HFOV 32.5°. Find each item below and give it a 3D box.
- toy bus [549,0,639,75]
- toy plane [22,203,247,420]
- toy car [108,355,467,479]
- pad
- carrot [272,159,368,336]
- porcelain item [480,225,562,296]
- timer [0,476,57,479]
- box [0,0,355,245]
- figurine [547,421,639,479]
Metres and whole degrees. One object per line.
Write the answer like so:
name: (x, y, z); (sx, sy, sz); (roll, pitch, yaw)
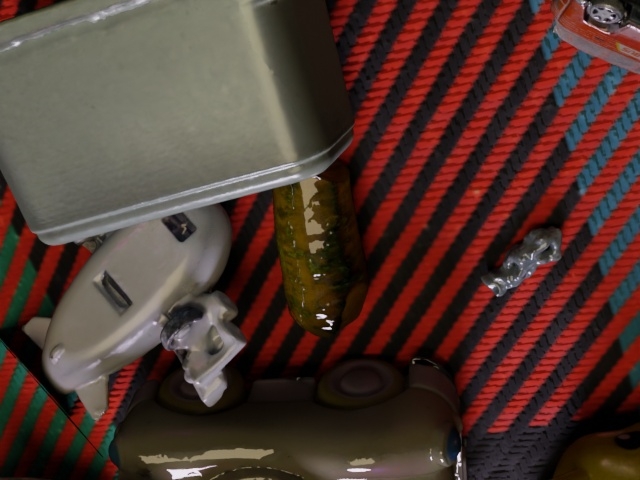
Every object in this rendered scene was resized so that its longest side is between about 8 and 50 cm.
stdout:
toy bus: (0.255, -0.163, 0.822); (0.174, 0.079, 0.077); (22, 157, -1)
toy plane: (-0.172, 0.054, 1.020); (0.244, 0.117, 0.245); (-2, 85, 20)
toy car: (-0.031, 0.262, 1.040); (0.336, 0.226, 0.242); (-1, 119, 9)
pad: (-0.275, 0.150, 1.093); (0.004, 0.190, 0.127); (-41, 106, -15)
carrot: (0.000, 0.000, 0.979); (0.082, 0.082, 0.173); (3, 118, 12)
porcelain item: (0.181, 0.016, 0.975); (0.036, 0.028, 0.083); (34, 121, -26)
timer: (-0.324, 0.365, 1.169); (0.233, 0.240, 0.233); (-4, 75, 17)
box: (-0.128, -0.118, 0.872); (0.312, 0.175, 0.182); (-13, 105, 20)
figurine: (0.327, 0.267, 1.004); (0.326, 0.218, 0.169); (21, 80, 12)
